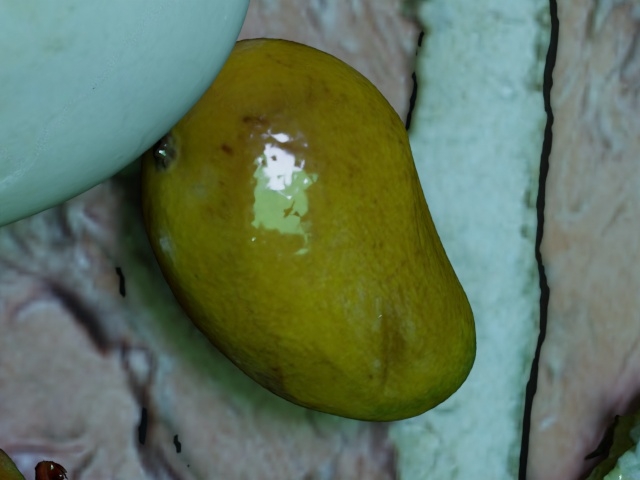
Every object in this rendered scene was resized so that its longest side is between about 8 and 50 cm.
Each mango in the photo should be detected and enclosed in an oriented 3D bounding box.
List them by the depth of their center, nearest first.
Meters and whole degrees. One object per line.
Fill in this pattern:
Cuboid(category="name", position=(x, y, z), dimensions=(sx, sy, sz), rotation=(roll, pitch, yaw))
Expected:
Cuboid(category="mango", position=(-0.006, 0.002, 0.485), dimensions=(0.115, 0.089, 0.165), rotation=(-31, 109, -30))

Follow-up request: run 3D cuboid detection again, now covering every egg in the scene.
Cuboid(category="egg", position=(-0.118, -0.076, 0.388), dimensions=(0.209, 0.151, 0.151), rotation=(-16, 100, -23))

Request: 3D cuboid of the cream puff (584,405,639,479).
Cuboid(category="cream puff", position=(0.173, 0.182, 0.531), dimensions=(0.221, 0.194, 0.195), rotation=(-47, 110, -12))

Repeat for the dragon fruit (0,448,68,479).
Cuboid(category="dragon fruit", position=(-0.117, 0.118, 0.431), dimensions=(0.175, 0.142, 0.138), rotation=(53, 31, 1))
